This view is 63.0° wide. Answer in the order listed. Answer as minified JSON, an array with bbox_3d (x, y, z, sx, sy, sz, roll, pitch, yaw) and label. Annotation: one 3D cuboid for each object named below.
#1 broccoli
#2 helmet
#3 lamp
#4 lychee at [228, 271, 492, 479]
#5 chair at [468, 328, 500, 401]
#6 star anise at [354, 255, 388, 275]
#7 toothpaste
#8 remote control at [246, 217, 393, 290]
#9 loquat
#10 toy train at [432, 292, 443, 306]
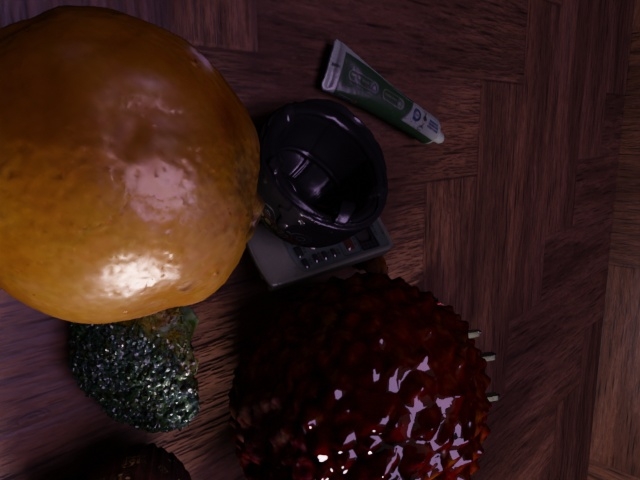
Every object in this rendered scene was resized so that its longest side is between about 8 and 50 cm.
[{"bbox_3d":[-0.239,0.154,0.734,0.219,0.194,0.194,48,62,-14],"label":"broccoli"},{"bbox_3d":[-0.017,-0.098,0.868,0.230,0.160,0.279,40,42,-8],"label":"helmet"},{"bbox_3d":[-0.245,0.395,0.688,0.247,0.247,0.247,-11,105,-44],"label":"lamp"},{"bbox_3d":[0.048,0.275,0.833,0.500,0.424,0.424,-43,126,-36],"label":"lychee"},{"bbox_3d":[0.295,0.332,1.318,0.270,0.147,0.136,-11,108,1],"label":"chair"},{"bbox_3d":[0.056,0.036,1.046,0.144,0.158,0.140,-24,108,-4],"label":"star anise"},{"bbox_3d":[0.146,-0.279,1.082,0.392,0.061,0.098,18,85,-43],"label":"toothpaste"},{"bbox_3d":[0.000,0.000,0.935,0.285,0.038,0.123,-14,66,-35],"label":"remote control"},{"bbox_3d":[-0.218,-0.073,0.558,0.328,0.328,0.328,-11,105,-44],"label":"loquat"},{"bbox_3d":[0.258,0.199,1.284,0.087,0.050,0.138,-1,88,-29],"label":"toy train"}]
